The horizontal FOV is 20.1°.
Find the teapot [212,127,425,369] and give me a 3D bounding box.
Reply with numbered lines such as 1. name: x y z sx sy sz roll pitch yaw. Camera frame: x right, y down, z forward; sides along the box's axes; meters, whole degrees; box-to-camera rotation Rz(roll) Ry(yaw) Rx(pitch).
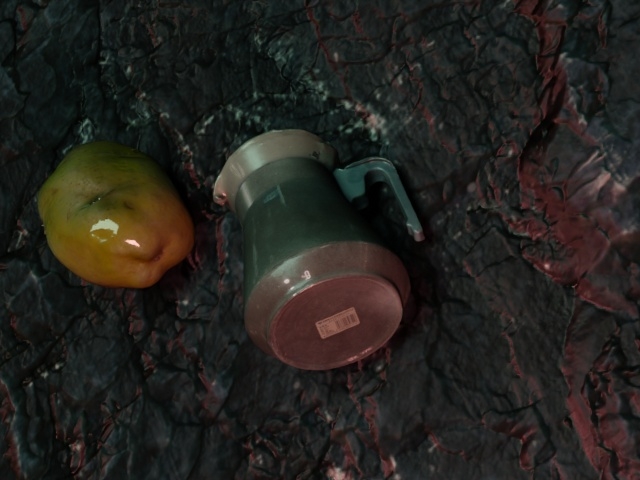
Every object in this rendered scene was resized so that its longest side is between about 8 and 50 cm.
1. teapot: 0.000 0.000 1.852 0.203 0.171 0.225 -18 49 -4

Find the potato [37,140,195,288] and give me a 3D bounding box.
1. potato: -0.235 -0.027 2.052 0.154 0.137 0.200 -51 48 10
